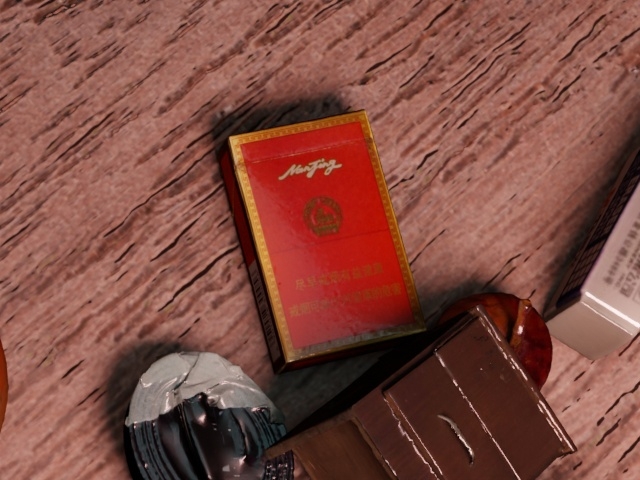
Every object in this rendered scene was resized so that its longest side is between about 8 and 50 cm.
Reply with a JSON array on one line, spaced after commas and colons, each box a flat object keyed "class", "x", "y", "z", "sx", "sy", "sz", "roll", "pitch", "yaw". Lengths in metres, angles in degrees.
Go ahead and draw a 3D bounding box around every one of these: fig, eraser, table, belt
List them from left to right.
[{"class": "belt", "x": -0.108, "y": 0.198, "z": 1.899, "sx": 0.151, "sy": 0.078, "sz": 0.198, "roll": -28, "pitch": 81, "yaw": -17}, {"class": "table", "x": 0.094, "y": 0.196, "z": 1.858, "sx": 0.193, "sy": 0.172, "sz": 0.169, "roll": -34, "pitch": 91, "yaw": -40}, {"class": "fig", "x": 0.182, "y": 0.106, "z": 1.968, "sx": 0.128, "sy": 0.150, "sz": 0.128, "roll": 30, "pitch": 48, "yaw": -40}, {"class": "eraser", "x": 0.334, "y": -0.018, "z": 2.034, "sx": 0.081, "sy": 0.124, "sz": 0.279, "roll": 32, "pitch": 70, "yaw": -3}]

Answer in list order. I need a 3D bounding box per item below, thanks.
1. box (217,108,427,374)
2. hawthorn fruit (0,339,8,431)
[{"class": "box", "x": 0.000, "y": 0.000, "z": 1.984, "sx": 0.153, "sy": 0.074, "sz": 0.240, "roll": -13, "pitch": 79, "yaw": -12}, {"class": "hawthorn fruit", "x": -0.396, "y": 0.127, "z": 1.773, "sx": 0.277, "sy": 0.277, "sz": 0.298, "roll": 52, "pitch": 39, "yaw": 5}]
